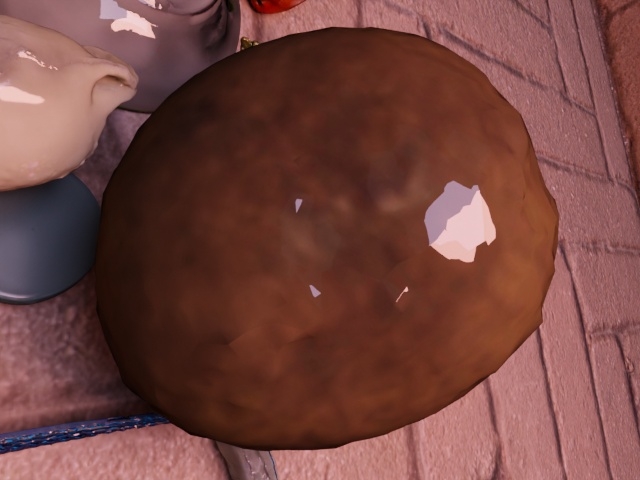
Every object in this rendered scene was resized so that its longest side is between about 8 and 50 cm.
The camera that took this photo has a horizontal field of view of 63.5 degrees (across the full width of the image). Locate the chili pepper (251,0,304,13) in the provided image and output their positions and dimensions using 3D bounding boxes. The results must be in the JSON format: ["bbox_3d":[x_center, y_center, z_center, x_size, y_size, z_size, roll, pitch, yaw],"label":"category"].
[{"bbox_3d":[-0.074,-0.398,0.800,0.086,0.084,0.192,44,45,-4],"label":"chili pepper"}]

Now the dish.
[{"bbox_3d":[-0.215,-0.328,0.618,0.324,0.124,0.324,14,69,-40],"label":"dish"}]

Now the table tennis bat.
[{"bbox_3d":[-0.313,0.013,0.487,0.153,0.040,0.244,46,48,-17],"label":"table tennis bat"}]

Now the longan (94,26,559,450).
[{"bbox_3d":[0.002,-0.006,0.541,0.436,0.404,0.404,-20,92,-2],"label":"longan"}]

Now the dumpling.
[{"bbox_3d":[-0.297,-0.132,0.470,0.258,0.193,0.147,-30,138,-32],"label":"dumpling"}]

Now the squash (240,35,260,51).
[{"bbox_3d":[-0.044,-0.235,0.774,0.200,0.090,0.075,35,47,-30],"label":"squash"}]

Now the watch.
[{"bbox_3d":[-0.184,0.246,0.525,0.274,0.068,0.276,-30,99,-39],"label":"watch"}]
